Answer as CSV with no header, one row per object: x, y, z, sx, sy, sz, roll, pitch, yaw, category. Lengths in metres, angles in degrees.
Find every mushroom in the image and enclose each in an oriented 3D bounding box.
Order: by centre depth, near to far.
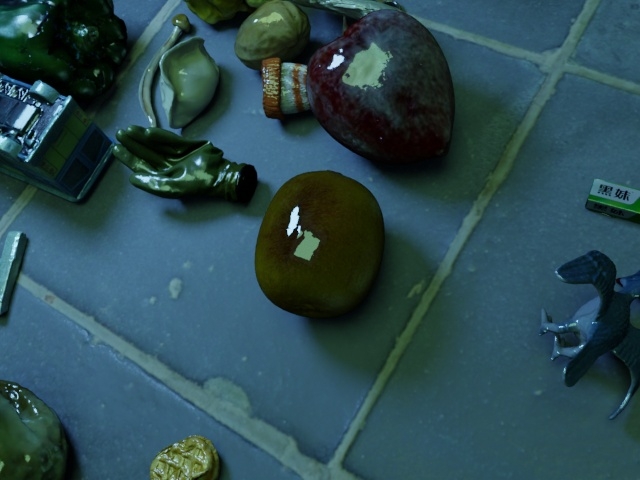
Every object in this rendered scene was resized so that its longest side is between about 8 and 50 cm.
-0.326,-0.329,1.346,0.068,0.043,0.306,-4,65,40,mushroom

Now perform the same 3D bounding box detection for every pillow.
0.051,-0.432,1.221,0.229,0.148,0.050,23,116,12,pillow

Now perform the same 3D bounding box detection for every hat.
-0.024,-0.277,1.217,0.162,0.093,0.112,0,89,7,hat

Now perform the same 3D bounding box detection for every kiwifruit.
0.000,0.000,1.031,0.196,0.196,0.234,2,69,15,kiwifruit

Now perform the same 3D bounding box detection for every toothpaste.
0.499,-0.047,1.010,0.178,0.037,0.043,19,74,21,toothpaste

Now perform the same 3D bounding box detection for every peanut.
-0.089,-0.382,1.247,0.140,0.159,0.109,-40,103,-22,peanut

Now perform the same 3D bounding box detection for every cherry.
0.105,-0.246,1.104,0.230,0.203,0.300,-37,79,-10,cherry

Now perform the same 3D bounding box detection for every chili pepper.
-0.543,-0.403,1.335,0.256,0.233,0.248,14,55,28,chili pepper

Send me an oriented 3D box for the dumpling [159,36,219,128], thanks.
-0.259,-0.306,1.261,0.100,0.134,0.169,39,83,25,dumpling

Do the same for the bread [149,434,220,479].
-0.206,0.344,1.009,0.110,0.044,0.083,-30,62,3,bread

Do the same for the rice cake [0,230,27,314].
-0.583,0.062,1.238,0.033,0.029,0.171,1,66,11,rice cake

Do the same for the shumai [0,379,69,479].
-0.587,0.319,0.979,0.330,0.288,0.292,-42,65,-8,shumai

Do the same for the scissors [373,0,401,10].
0.071,-0.494,1.329,0.088,0.017,0.220,-35,62,-2,scissors

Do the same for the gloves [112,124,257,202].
-0.246,-0.131,1.198,0.268,0.107,0.135,20,67,3,gloves

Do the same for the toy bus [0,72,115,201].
-0.576,-0.212,1.267,0.312,0.190,0.152,21,74,21,toy bus

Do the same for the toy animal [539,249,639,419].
0.388,0.106,0.907,0.176,0.239,0.255,-24,15,32,toy animal

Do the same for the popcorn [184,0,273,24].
-0.190,-0.554,1.314,0.266,0.233,0.192,42,49,-10,popcorn
